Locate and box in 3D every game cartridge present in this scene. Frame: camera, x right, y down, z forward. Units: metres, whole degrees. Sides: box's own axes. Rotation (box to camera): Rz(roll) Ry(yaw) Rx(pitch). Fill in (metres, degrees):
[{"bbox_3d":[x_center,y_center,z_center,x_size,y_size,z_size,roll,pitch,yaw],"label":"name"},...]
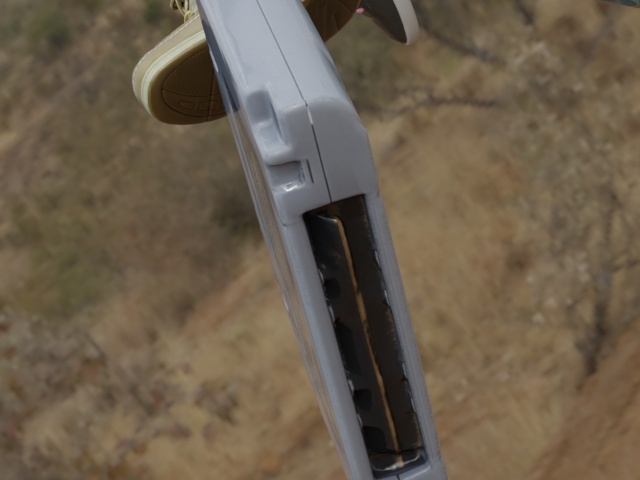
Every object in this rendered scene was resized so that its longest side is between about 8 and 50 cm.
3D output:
[{"bbox_3d":[0.000,0.000,0.867,0.062,0.297,0.198,-16,38,-1],"label":"game cartridge"}]

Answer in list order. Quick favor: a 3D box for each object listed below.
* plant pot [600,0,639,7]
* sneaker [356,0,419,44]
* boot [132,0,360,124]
[{"bbox_3d":[0.279,-0.376,1.587,0.247,0.248,0.252,56,-131,-69],"label":"plant pot"},{"bbox_3d":[-0.013,-0.301,1.829,0.147,0.296,0.104,-43,31,-3],"label":"sneaker"},{"bbox_3d":[-0.093,-0.174,1.168,0.213,0.165,0.077,-38,-31,-35],"label":"boot"}]
